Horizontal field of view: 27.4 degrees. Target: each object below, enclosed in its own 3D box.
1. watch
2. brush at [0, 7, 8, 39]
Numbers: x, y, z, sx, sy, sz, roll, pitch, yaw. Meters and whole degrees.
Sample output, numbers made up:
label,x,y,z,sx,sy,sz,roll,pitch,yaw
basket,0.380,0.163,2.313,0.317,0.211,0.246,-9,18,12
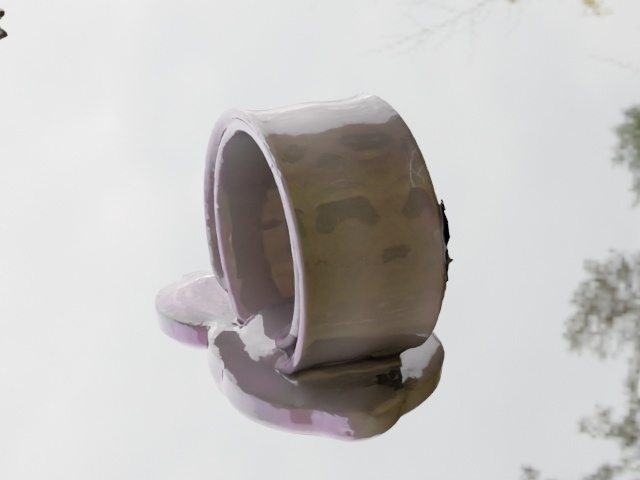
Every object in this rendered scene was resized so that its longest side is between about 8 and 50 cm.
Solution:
label,x,y,z,sx,sy,sz,roll,pitch,yaw
watch,0.000,0.000,0.928,0.211,0.248,0.217,-8,-63,-20
brush,-0.267,-0.095,0.833,0.323,0.070,0.051,-64,-34,-63
